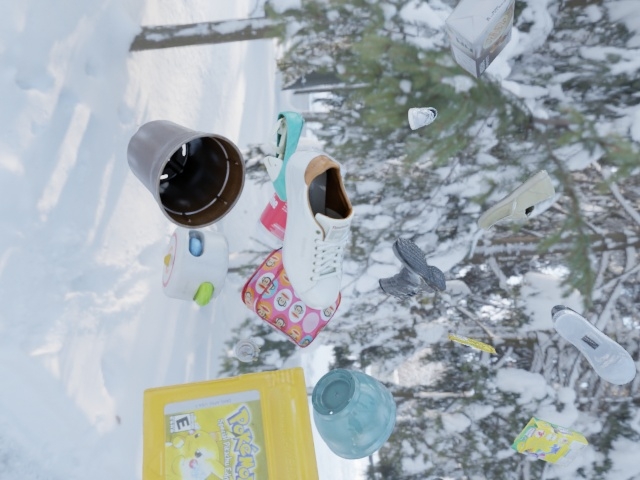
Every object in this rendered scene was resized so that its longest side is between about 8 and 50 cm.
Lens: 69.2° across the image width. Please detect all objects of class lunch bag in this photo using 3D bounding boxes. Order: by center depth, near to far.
[{"bbox_3d":[-0.069,0.156,1.392,0.120,0.258,0.293,23,-20,49],"label":"lunch bag"}]

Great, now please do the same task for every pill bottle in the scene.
[{"bbox_3d":[-0.074,-0.160,1.876,0.408,0.229,0.229,-56,-173,16],"label":"pill bottle"}]

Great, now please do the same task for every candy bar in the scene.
[{"bbox_3d":[0.486,0.330,1.489,0.040,0.161,0.018,-54,160,-72],"label":"candy bar"}]

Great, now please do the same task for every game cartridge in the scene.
[{"bbox_3d":[-0.172,0.407,0.891,0.053,0.323,0.286,99,-18,-62],"label":"game cartridge"}]

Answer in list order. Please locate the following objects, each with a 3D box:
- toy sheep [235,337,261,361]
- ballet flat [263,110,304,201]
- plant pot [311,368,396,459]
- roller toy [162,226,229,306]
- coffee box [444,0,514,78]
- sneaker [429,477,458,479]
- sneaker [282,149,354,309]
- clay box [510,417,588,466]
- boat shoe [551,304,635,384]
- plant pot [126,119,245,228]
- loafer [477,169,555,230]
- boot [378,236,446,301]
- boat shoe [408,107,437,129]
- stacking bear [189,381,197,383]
[{"bbox_3d":[-0.258,0.387,1.633,0.132,0.091,0.091,149,-64,-83],"label":"toy sheep"},{"bbox_3d":[-0.106,-0.227,1.223,0.083,0.087,0.248,-10,-111,60],"label":"ballet flat"},{"bbox_3d":[0.089,0.566,1.600,0.196,0.292,0.293,54,22,-33],"label":"plant pot"},{"bbox_3d":[-0.336,0.062,1.215,0.209,0.146,0.191,9,-94,64],"label":"roller toy"},{"bbox_3d":[0.410,-0.538,1.190,0.098,0.141,0.246,45,13,15],"label":"coffee box"},{"bbox_3d":[0.221,0.542,0.937,0.227,0.130,0.087,44,17,-57],"label":"sneaker"},{"bbox_3d":[0.000,0.000,0.780,0.123,0.105,0.290,29,-50,57],"label":"sneaker"},{"bbox_3d":[0.768,0.682,1.575,0.053,0.221,0.128,-82,-166,-65],"label":"clay box"},{"bbox_3d":[0.608,0.229,1.047,0.080,0.228,0.076,-51,-176,22],"label":"boat shoe"},{"bbox_3d":[-0.246,-0.130,0.813,0.165,0.167,0.167,33,-34,37],"label":"plant pot"},{"bbox_3d":[0.588,-0.099,1.400,0.092,0.101,0.268,52,-42,10],"label":"loafer"},{"bbox_3d":[0.310,0.134,1.770,0.338,0.222,0.118,43,41,-33],"label":"boot"},{"bbox_3d":[0.330,-0.394,1.482,0.184,0.063,0.066,-26,107,-59],"label":"boat shoe"},{"bbox_3d":[-0.197,0.468,1.233,0.164,0.288,0.176,65,25,-72],"label":"stacking bear"}]
